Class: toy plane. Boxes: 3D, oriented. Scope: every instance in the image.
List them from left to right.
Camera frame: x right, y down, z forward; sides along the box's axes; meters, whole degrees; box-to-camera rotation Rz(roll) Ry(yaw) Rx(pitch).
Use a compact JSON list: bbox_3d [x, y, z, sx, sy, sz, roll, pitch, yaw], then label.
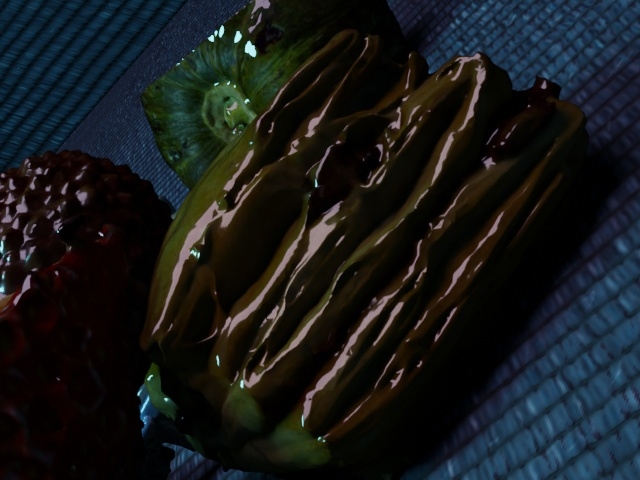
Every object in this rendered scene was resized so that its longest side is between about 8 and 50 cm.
[{"bbox_3d":[-0.142,0.183,1.535,0.246,0.078,0.169,-55,12,21],"label":"toy plane"}]

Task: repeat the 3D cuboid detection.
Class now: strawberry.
[{"bbox_3d":[-0.185,0.108,1.299,0.234,0.178,0.234,-37,4,3],"label":"strawberry"}]

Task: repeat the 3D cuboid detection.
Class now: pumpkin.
[{"bbox_3d":[-0.043,-0.179,1.954,0.222,0.139,0.317,-41,3,-41],"label":"pumpkin"}]

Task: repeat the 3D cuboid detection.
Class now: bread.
[{"bbox_3d":[-0.003,0.003,1.304,0.314,0.191,0.370,-56,12,-9],"label":"bread"}]

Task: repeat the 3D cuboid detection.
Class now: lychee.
[{"bbox_3d":[-0.239,0.059,1.818,0.264,0.264,0.300,153,115,-62],"label":"lychee"}]

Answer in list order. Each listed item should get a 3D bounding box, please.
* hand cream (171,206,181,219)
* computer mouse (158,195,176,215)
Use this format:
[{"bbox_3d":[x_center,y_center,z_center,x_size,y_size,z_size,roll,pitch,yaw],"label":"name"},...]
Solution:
[{"bbox_3d":[-0.045,-0.066,1.894,0.312,0.070,0.111,-37,10,40],"label":"hand cream"},{"bbox_3d":[-0.219,0.029,2.230,0.128,0.079,0.231,-50,16,23],"label":"computer mouse"}]
